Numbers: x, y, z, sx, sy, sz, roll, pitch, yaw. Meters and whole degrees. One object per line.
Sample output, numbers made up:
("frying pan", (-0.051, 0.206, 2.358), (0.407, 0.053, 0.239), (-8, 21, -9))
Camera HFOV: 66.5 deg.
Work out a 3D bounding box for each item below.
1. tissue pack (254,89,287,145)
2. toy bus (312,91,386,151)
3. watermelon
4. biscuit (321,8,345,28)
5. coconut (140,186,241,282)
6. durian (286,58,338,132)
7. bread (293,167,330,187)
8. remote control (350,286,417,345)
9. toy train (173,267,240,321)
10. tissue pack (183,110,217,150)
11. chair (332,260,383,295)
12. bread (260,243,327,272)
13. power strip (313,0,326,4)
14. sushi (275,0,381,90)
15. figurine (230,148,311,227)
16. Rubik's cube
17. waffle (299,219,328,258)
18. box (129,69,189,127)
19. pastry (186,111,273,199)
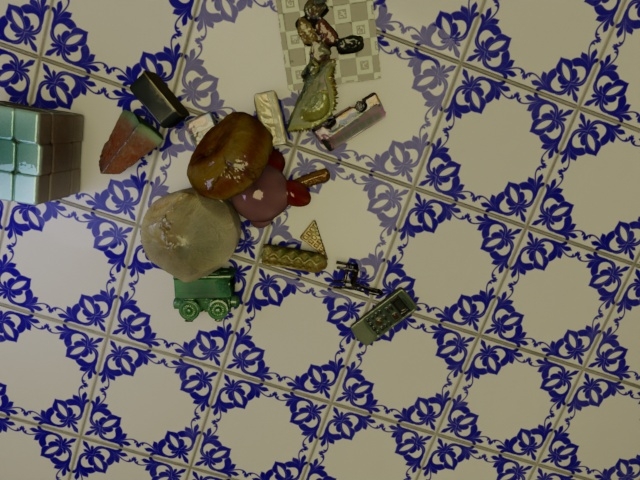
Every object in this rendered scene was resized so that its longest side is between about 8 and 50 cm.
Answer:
("tissue pack", (-0.186, -0.448, 1.813), (0.092, 0.148, 0.196), (-12, 102, -3))
("toy bus", (0.109, -0.450, 1.852), (0.274, 0.090, 0.112), (-31, 110, 6))
("watermelon", (-0.728, -0.349, 1.827), (0.257, 0.193, 0.140), (-49, 130, 5))
("biscuit", (0.048, -0.824, 1.805), (0.089, 0.016, 0.046), (23, 103, -6))
("coconut", (-0.469, -0.026, 1.791), (0.346, 0.360, 0.346), (0, 104, -1))
("durian", (-0.026, -0.533, 1.763), (0.172, 0.166, 0.306), (54, 126, 21))
("bread", (-0.036, -0.237, 1.916), (0.157, 0.044, 0.052), (-20, 106, 3))
("remote control", (0.264, 0.323, 2.049), (0.285, 0.038, 0.123), (-37, 101, 6))
("toy train", (-0.457, 0.214, 1.954), (0.266, 0.145, 0.202), (-1, 100, -2))
("tissue pack", (-0.437, -0.400, 1.860), (0.115, 0.065, 0.155), (-20, 101, 0))
("chair", (0.161, 0.155, 1.989), (0.212, 0.084, 0.101), (9, 106, -3))
("bread", (-0.104, 0.073, 1.952), (0.269, 0.087, 0.098), (9, 136, -1))
("power strip", (-0.017, -0.959, 1.709), (0.052, 0.078, 0.272), (-9, 84, -2))
("sushi", (0.031, -0.747, 1.784), (0.359, 0.064, 0.343), (-7, 105, 1))
("figurine", (-0.218, -0.190, 1.815), (0.261, 0.211, 0.270), (-35, 81, 10))
("Rubik's cube", (-1.071, -0.321, 1.732), (0.321, 0.319, 0.316), (8, 103, -2))
("waffle", (0.000, 0.000, 1.979), (0.152, 0.023, 0.097), (40, 99, -8))
("box", (-0.591, -0.512, 1.793), (0.090, 0.144, 0.201), (-37, 102, 10))
("pastry", (-0.314, -0.291, 1.696), (0.356, 0.356, 0.164), (-45, 130, 8))
